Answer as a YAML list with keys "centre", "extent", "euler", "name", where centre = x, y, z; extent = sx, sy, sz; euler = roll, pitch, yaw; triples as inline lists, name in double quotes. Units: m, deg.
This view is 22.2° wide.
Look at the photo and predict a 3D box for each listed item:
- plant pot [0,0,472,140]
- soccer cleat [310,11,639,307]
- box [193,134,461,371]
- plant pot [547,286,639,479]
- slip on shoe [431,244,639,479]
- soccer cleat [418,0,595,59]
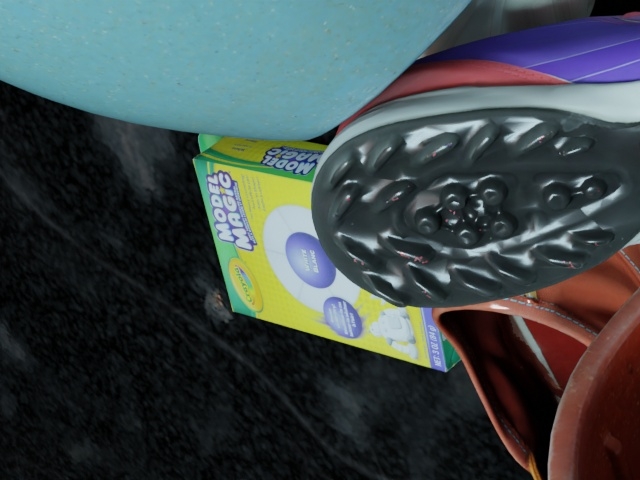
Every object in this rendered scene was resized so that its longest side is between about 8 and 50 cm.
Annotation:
- centre: [-0.030, -0.152, 0.619]
  extent: [0.195, 0.290, 0.290]
  euler: [42, 144, -12]
  name: "plant pot"
- centre: [0.155, -0.049, 0.606]
  extent: [0.318, 0.116, 0.108]
  euler: [-8, 122, 18]
  name: "soccer cleat"
- centre: [0.000, 0.000, 0.882]
  extent: [0.179, 0.043, 0.105]
  euler: [14, 128, 41]
  name: "box"
- centre: [0.242, 0.162, 0.601]
  extent: [0.272, 0.272, 0.265]
  euler: [16, 139, 38]
  name: "plant pot"
- centre: [0.147, 0.109, 0.752]
  extent: [0.123, 0.101, 0.331]
  euler: [-3, 127, 46]
  name: "slip on shoe"
- centre: [0.090, -0.096, 0.701]
  extent: [0.076, 0.068, 0.196]
  euler: [27, 138, -15]
  name: "soccer cleat"
